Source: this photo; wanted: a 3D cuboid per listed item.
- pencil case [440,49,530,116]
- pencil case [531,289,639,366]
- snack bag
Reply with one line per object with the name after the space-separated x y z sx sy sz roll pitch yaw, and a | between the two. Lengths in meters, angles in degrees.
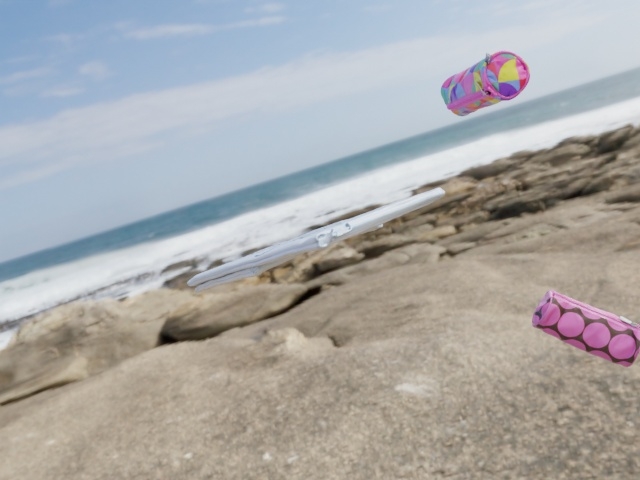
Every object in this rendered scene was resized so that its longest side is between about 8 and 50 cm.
0.330 -0.318 1.295 0.104 0.104 0.236 -18 5 -8 | pencil case
0.549 0.174 1.299 0.209 0.098 0.095 21 41 13 | pencil case
0.000 0.000 1.024 0.323 0.037 0.342 -21 2 -44 | snack bag
